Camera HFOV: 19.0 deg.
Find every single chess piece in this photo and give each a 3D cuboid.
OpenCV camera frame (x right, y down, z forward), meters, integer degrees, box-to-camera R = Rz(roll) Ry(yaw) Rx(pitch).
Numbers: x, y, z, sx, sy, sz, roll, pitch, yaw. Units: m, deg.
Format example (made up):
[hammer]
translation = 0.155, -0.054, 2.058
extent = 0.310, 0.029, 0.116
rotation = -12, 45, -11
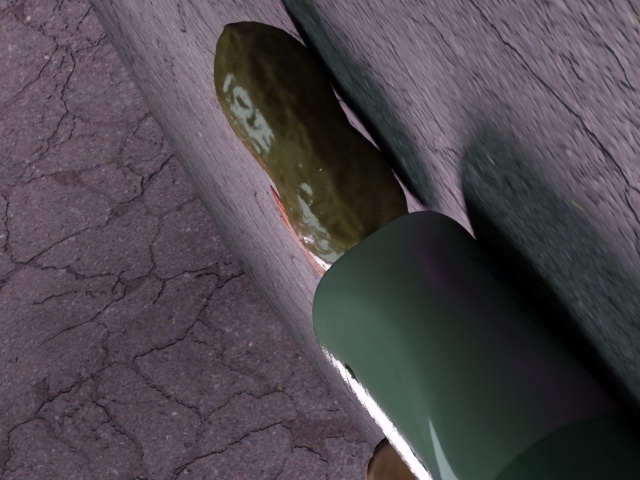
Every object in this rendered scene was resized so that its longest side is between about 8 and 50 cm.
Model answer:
[chess piece]
translation = 0.143, 0.347, 2.761
extent = 0.143, 0.142, 0.261
rotation = 55, -178, 10

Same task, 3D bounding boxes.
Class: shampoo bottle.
[shampoo bottle]
translation = 0.139, 0.145, 1.379
extent = 0.349, 0.151, 0.222
rotation = 51, 171, 38

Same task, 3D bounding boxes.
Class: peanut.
[peanut]
translation = -0.008, -0.079, 1.637
extent = 0.263, 0.101, 0.117
rotation = 58, 154, 13

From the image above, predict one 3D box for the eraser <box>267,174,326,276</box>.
[eraser]
translation = 0.000, 0.000, 2.336
extent = 0.157, 0.038, 0.230
rotation = 55, 175, 17
